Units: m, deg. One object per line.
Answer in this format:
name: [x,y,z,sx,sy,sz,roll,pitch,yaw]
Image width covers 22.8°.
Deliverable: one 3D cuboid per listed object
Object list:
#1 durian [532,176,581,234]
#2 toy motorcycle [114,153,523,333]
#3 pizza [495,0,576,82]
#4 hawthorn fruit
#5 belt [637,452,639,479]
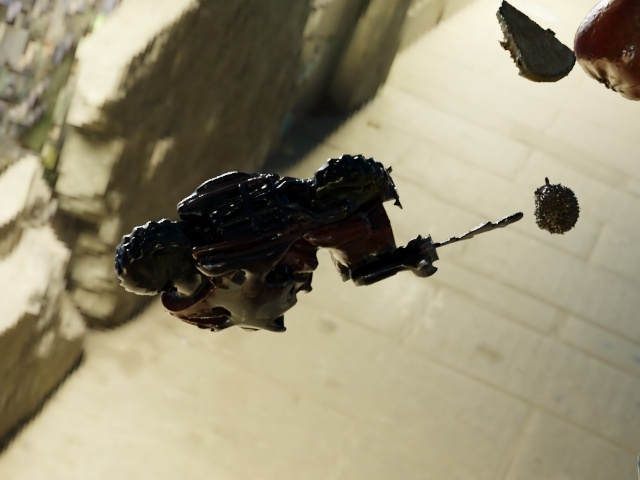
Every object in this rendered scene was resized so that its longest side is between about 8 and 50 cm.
durian: [0.350,-0.051,2.368,0.080,0.091,0.080,-18,7,2]
toy motorcycle: [0.000,0.000,1.610,0.401,0.207,0.134,-21,54,-3]
pizza: [0.161,-0.152,1.240,0.083,0.025,0.078,-17,66,-50]
hawthorn fruit: [0.331,-0.209,1.670,0.128,0.128,0.128,18,22,-7]
belt: [0.456,0.249,1.932,0.087,0.302,0.072,-5,67,-9]
